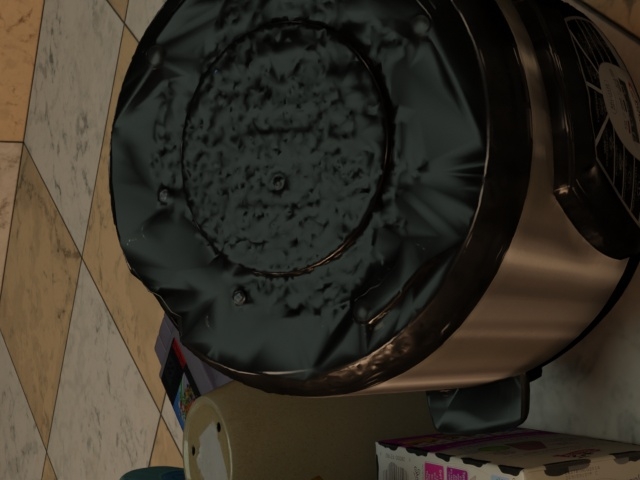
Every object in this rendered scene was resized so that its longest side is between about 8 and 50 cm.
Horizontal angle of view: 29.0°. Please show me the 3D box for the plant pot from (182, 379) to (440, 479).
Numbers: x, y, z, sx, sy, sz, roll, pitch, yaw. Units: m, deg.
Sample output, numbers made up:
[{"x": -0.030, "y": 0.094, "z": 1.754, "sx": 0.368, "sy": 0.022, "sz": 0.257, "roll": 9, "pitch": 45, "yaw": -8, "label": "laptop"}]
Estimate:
[{"x": 0.005, "y": 0.218, "z": 1.306, "sx": 0.256, "sy": 0.274, "sz": 0.257, "roll": 1, "pitch": 91, "yaw": 61, "label": "plant pot"}]

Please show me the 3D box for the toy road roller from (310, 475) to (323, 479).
[{"x": -0.028, "y": 0.365, "z": 1.169, "sx": 0.329, "sy": 0.240, "sz": 0.202, "roll": -41, "pitch": 87, "yaw": 16, "label": "toy road roller"}]

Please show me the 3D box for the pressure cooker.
[{"x": 0.079, "y": -0.058, "z": 1.051, "sx": 0.375, "sy": 0.420, "sz": 0.370, "roll": 39, "pitch": 106, "yaw": 29, "label": "pressure cooker"}]

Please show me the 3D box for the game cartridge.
[{"x": -0.158, "y": 0.201, "z": 1.831, "sx": 0.355, "sy": 0.068, "sz": 0.230, "roll": 58, "pitch": 134, "yaw": 44, "label": "game cartridge"}]

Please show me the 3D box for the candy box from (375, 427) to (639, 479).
[{"x": 0.175, "y": 0.217, "z": 1.112, "sx": 0.233, "sy": 0.159, "sz": 0.071, "roll": -7, "pitch": 86, "yaw": 62, "label": "candy box"}]

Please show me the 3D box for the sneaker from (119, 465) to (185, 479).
[{"x": -0.167, "y": 0.448, "z": 1.709, "sx": 0.319, "sy": 0.127, "sz": 0.208, "roll": 17, "pitch": 109, "yaw": 39, "label": "sneaker"}]
